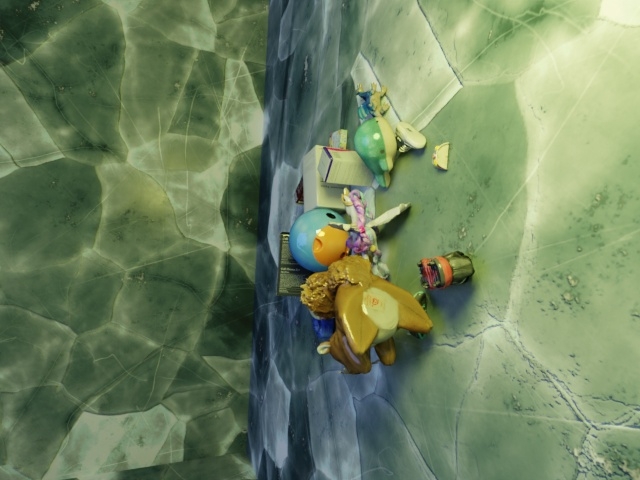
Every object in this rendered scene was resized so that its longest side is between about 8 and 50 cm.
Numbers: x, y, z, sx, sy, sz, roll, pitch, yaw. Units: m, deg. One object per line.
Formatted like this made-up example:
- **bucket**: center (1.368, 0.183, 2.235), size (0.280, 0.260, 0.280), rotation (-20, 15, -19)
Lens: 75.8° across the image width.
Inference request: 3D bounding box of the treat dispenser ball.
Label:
- **treat dispenser ball**: center (0.000, 0.000, 1.857), size (0.288, 0.288, 0.288), rotation (-177, 90, -68)

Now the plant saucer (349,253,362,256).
- **plant saucer**: center (0.144, 0.156, 1.818), size (0.200, 0.037, 0.200), rotation (-178, 90, -68)

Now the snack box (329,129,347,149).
- **snack box**: center (0.085, -0.486, 2.035), size (0.141, 0.037, 0.100), rotation (-168, 81, -67)

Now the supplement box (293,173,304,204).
- **supplement box**: center (-0.047, -0.291, 2.214), size (0.239, 0.130, 0.073), rotation (120, 145, -47)

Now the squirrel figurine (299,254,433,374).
- **squirrel figurine**: center (0.109, 0.264, 1.407), size (0.397, 0.281, 0.370), rotation (58, 150, 24)

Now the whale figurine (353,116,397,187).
- **whale figurine**: center (0.200, -0.319, 1.530), size (0.272, 0.141, 0.216), rotation (78, 177, -47)

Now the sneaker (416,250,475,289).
- **sneaker**: center (0.367, 0.088, 1.209), size (0.276, 0.135, 0.098), rotation (86, 171, -84)

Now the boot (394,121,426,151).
- **boot**: center (0.310, -0.342, 1.447), size (0.190, 0.069, 0.086), rotation (-104, 19, -52)

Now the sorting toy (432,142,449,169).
- **sorting toy**: center (0.375, -0.265, 1.312), size (0.075, 0.044, 0.083), rotation (-143, 57, -86)

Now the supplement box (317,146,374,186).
- **supplement box**: center (0.113, -0.305, 1.706), size (0.111, 0.220, 0.114), rotation (-113, 32, -48)

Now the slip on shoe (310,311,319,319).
- **slip on shoe**: center (0.042, 0.304, 1.917), size (0.331, 0.101, 0.123), rotation (-13, 86, 56)

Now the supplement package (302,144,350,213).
- **supplement package**: center (0.027, -0.277, 1.969), size (0.177, 0.175, 0.293), rotation (158, 112, -64)

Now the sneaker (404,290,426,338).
- **sneaker**: center (0.329, 0.247, 1.343), size (0.076, 0.065, 0.166), rotation (31, 123, 52)

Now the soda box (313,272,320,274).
- **soda box**: center (0.018, 0.201, 2.078), size (0.074, 0.069, 0.216), rotation (115, 150, -44)

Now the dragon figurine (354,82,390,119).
- **dragon figurine**: center (0.208, -0.537, 1.677), size (0.144, 0.085, 0.289), rotation (137, 132, -60)

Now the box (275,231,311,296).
- **box**: center (-0.137, 0.117, 2.203), size (0.343, 0.179, 0.313), rotation (-134, 47, -85)

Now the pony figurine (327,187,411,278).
- **pony figurine**: center (0.163, -0.020, 1.548), size (0.351, 0.302, 0.364), rotation (-156, 55, -75)

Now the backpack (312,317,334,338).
- **backpack**: center (0.013, 0.422, 2.028), size (0.098, 0.101, 0.120), rotation (173, 95, -74)
